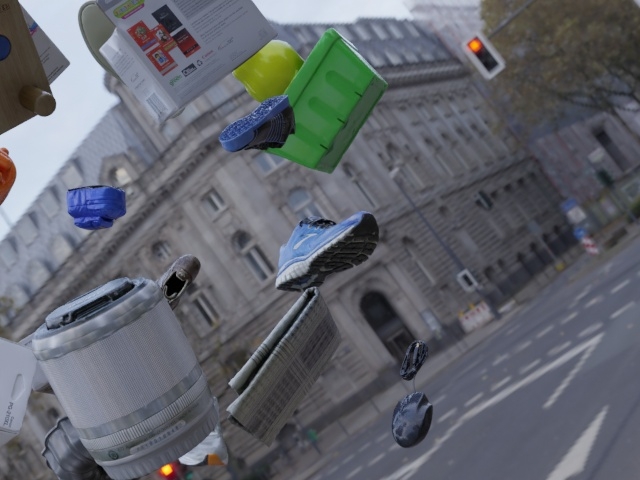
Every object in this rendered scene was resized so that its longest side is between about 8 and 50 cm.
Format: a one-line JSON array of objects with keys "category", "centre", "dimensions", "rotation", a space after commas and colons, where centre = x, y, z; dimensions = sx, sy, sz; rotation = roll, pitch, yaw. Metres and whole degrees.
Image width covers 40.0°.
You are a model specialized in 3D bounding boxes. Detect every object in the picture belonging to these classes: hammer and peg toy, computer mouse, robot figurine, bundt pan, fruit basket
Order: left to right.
[{"category": "hammer and peg toy", "centre": [-0.521, -0.287, 1.203], "dimensions": [0.266, 0.127, 0.361], "rotation": [-36, -43, -30]}, {"category": "robot figurine", "centre": [-0.813, -0.144, 2.127], "dimensions": [0.128, 0.158, 0.219], "rotation": [-4, -17, -32]}, {"category": "bundt pan", "centre": [-0.550, 0.551, 2.302], "dimensions": [0.331, 0.124, 0.330], "rotation": [-20, -41, -19]}, {"category": "fruit basket", "centre": [-0.063, -0.397, 2.315], "dimensions": [0.392, 0.392, 0.283], "rotation": [-38, -11, 14]}, {"category": "computer mouse", "centre": [0.158, 0.260, 1.536], "dimensions": [0.071, 0.041, 0.242], "rotation": [-33, 27, 28]}]

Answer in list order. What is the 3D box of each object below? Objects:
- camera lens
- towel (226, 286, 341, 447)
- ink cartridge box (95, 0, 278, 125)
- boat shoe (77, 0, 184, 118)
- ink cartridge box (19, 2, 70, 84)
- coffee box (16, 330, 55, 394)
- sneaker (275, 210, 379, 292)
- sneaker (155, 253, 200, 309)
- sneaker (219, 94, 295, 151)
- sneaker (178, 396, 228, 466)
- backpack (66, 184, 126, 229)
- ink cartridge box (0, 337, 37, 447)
[{"category": "camera lens", "centre": [-0.311, 0.212, 1.406], "dimensions": [0.219, 0.274, 0.219], "rotation": [-24, 10, 5]}, {"category": "towel", "centre": [-0.078, 0.283, 1.923], "dimensions": [0.324, 0.056, 0.312], "rotation": [-54, -23, -15]}, {"category": "ink cartridge box", "centre": [-0.297, -0.448, 1.861], "dimensions": [0.309, 0.271, 0.130], "rotation": [-43, 12, -29]}, {"category": "boat shoe", "centre": [-0.453, -0.452, 2.155], "dimensions": [0.127, 0.340, 0.113], "rotation": [-40, 21, 18]}, {"category": "ink cartridge box", "centre": [-0.809, -0.529, 2.256], "dimensions": [0.117, 0.201, 0.278], "rotation": [-52, -47, -18]}, {"category": "coffee box", "centre": [-0.581, 0.269, 2.052], "dimensions": [0.168, 0.118, 0.297], "rotation": [-32, -10, -8]}, {"category": "sneaker", "centre": [0.000, 0.000, 1.942], "dimensions": [0.130, 0.147, 0.330], "rotation": [9, -26, -37]}, {"category": "sneaker", "centre": [-0.313, 0.103, 1.786], "dimensions": [0.188, 0.066, 0.071], "rotation": [-53, 2, 33]}, {"category": "sneaker", "centre": [-0.116, -0.215, 1.777], "dimensions": [0.081, 0.090, 0.232], "rotation": [-3, 27, 34]}, {"category": "sneaker", "centre": [-0.247, 0.379, 1.813], "dimensions": [0.099, 0.121, 0.262], "rotation": [3, 8, -17]}, {"category": "backpack", "centre": [-0.511, -0.078, 2.041], "dimensions": [0.120, 0.101, 0.098], "rotation": [-9, -4, 17]}, {"category": "ink cartridge box", "centre": [-0.623, 0.301, 1.601], "dimensions": [0.100, 0.171, 0.237], "rotation": [28, -45, -30]}]
